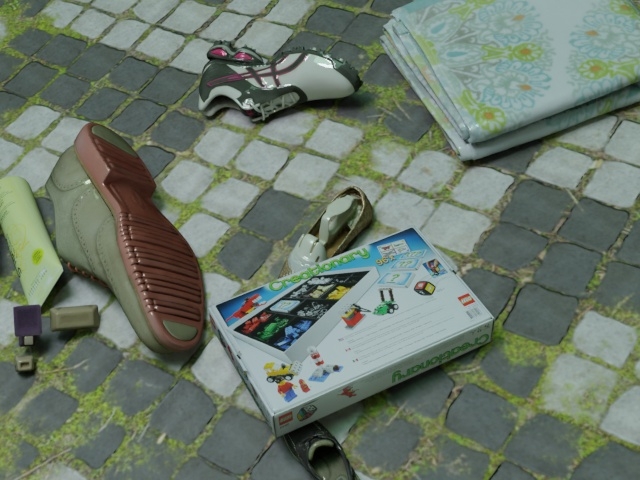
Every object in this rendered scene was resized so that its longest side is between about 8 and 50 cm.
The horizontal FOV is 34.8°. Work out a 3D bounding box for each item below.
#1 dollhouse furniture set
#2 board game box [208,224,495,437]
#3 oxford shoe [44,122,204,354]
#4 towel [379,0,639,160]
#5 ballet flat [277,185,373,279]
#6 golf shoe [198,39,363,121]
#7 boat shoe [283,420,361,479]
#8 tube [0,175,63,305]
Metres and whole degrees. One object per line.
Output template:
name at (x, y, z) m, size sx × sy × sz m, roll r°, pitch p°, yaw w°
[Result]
dollhouse furniture set at (-0.365, 0.127, 1.408) m, size 0.114 × 0.090 × 0.081 m, roll -4°, pitch 3°, yaw -20°
board game box at (0.037, 0.105, 1.285) m, size 0.305 × 0.053 × 0.193 m, roll -21°, pitch 48°, yaw -17°
oxford shoe at (-0.280, 0.017, 1.432) m, size 0.146 × 0.140 × 0.397 m, roll -41°, pitch 52°, yaw 18°
towel at (0.316, -0.291, 1.575) m, size 0.375 × 0.090 × 0.320 m, roll -21°, pitch 52°, yaw -6°
ballet flat at (0.000, 0.000, 1.400) m, size 0.073 × 0.067 × 0.206 m, roll 20°, pitch 57°, yaw 25°
golf shoe at (-0.066, -0.238, 1.614) m, size 0.273 × 0.105 × 0.120 m, roll 7°, pitch 67°, yaw 25°
boat shoe at (0.002, 0.248, 1.197) m, size 0.056 × 0.049 × 0.152 m, roll -34°, pitch 51°, yaw -16°
tube at (-0.427, -0.002, 1.493) m, size 0.062 × 0.070 × 0.240 m, roll -21°, pitch 49°, yaw -14°
